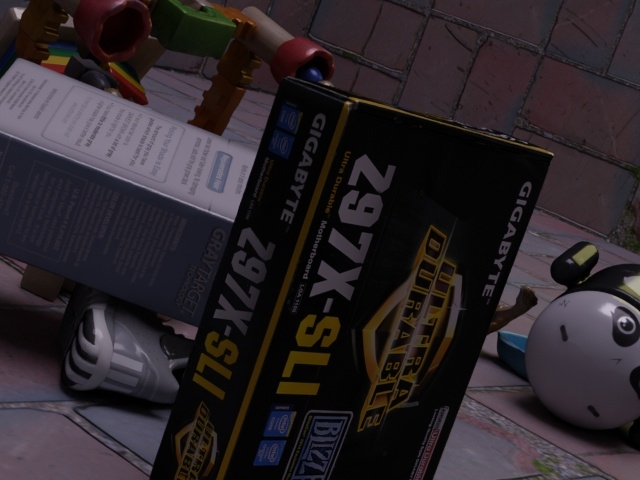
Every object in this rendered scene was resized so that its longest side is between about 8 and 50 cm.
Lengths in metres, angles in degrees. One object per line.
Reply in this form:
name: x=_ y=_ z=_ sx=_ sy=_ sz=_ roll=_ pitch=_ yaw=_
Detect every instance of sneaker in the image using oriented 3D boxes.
sneaker: x=-0.160 y=0.087 z=1.256 sx=0.132 sy=0.086 sz=0.229 roll=22 pitch=19 yaw=-16

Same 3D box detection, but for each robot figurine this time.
robot figurine: x=0.358 y=0.123 z=1.692 sx=0.209 sy=0.174 sz=0.278 roll=29 pitch=24 yaw=23

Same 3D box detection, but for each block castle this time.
block castle: x=-0.205 y=-0.171 z=1.843 sx=0.213 sy=0.303 sz=0.453 roll=42 pitch=21 yaw=30

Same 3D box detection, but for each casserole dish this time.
casserole dish: x=0.311 y=0.165 z=1.844 sx=0.188 sy=0.037 sz=0.114 roll=14 pitch=12 yaw=-25

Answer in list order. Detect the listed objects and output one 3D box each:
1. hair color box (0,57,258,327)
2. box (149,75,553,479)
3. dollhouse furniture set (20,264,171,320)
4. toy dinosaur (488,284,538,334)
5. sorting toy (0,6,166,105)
hair color box: x=-0.132 y=-0.024 z=1.259 sx=0.374 sy=0.114 sz=0.185 roll=21 pitch=23 yaw=-7
box: x=0.030 y=0.055 z=1.065 sx=0.257 sy=0.322 sz=0.079 roll=10 pitch=13 yaw=-47
dollhouse furniture set: x=-0.139 y=0.016 z=1.476 sx=0.259 sy=0.135 sz=0.262 roll=23 pitch=10 yaw=17
toy dinosaur: x=0.208 y=0.111 z=1.850 sx=0.112 sy=0.064 sz=0.211 roll=4 pitch=-16 yaw=-24
sorting toy: x=-0.369 y=-0.199 z=1.972 sx=0.255 sy=0.257 sz=0.089 roll=1 pitch=57 yaw=-42
